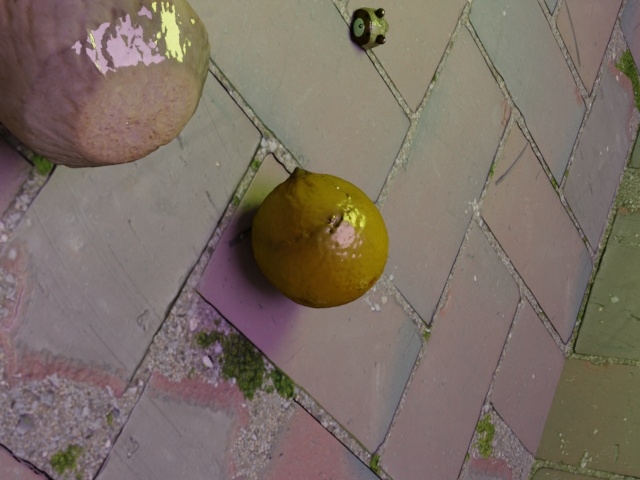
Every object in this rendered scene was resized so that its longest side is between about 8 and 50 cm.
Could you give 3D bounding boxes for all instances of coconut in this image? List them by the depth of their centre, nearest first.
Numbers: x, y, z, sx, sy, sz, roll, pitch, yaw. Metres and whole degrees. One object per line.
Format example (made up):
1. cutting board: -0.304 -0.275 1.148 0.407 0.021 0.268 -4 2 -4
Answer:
1. coconut: -0.310 -0.251 1.178 0.329 0.329 0.328 -3 94 -51

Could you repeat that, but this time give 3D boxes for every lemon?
1. lemon: 0.006 0.004 1.594 0.253 0.228 0.228 37 63 -40

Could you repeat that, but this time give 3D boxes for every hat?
1. hat: 0.105 -0.424 1.836 0.076 0.059 0.077 31 63 -52
